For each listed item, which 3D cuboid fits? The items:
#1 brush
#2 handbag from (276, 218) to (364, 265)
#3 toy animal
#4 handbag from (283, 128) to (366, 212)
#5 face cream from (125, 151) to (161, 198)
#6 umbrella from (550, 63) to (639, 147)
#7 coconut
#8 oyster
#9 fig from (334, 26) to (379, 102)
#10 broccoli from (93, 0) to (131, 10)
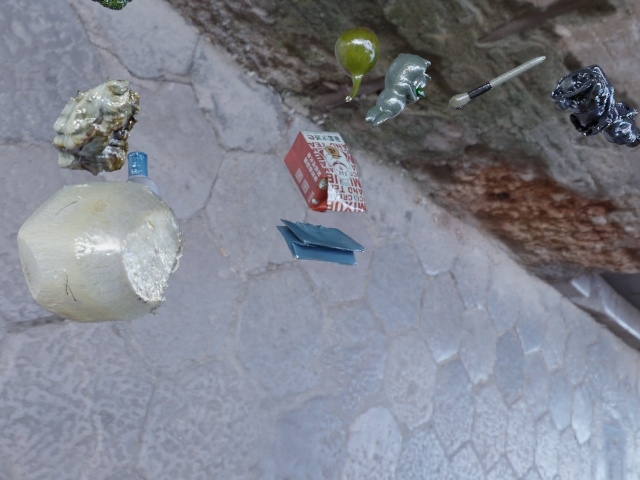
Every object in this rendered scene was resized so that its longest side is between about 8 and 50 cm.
[{"bbox_3d":[0.515,-0.462,1.694,0.039,0.299,0.042,54,28,-27],"label":"brush"},{"bbox_3d":[0.000,0.000,1.556,0.221,0.144,0.057,8,119,-38],"label":"handbag"},{"bbox_3d":[0.208,-0.408,1.607,0.236,0.138,0.108,-49,159,3],"label":"toy animal"},{"bbox_3d":[0.029,-0.203,1.814,0.171,0.151,0.298,-4,52,-38],"label":"handbag"},{"bbox_3d":[-0.559,-0.108,1.774,0.080,0.163,0.337,20,62,-62],"label":"face cream"},{"bbox_3d":[0.450,-0.193,0.912,0.224,0.080,0.071,18,63,-40],"label":"umbrella"},{"bbox_3d":[-0.528,0.024,1.379,0.346,0.360,0.347,2,90,-68],"label":"coconut"},{"bbox_3d":[-0.592,-0.280,1.515,0.201,0.355,0.107,8,46,-28],"label":"oyster"},{"bbox_3d":[0.096,-0.459,1.537,0.124,0.124,0.236,26,60,-43],"label":"fig"},{"bbox_3d":[-0.504,-0.628,1.357,0.162,0.138,0.146,42,68,-10],"label":"broccoli"}]
